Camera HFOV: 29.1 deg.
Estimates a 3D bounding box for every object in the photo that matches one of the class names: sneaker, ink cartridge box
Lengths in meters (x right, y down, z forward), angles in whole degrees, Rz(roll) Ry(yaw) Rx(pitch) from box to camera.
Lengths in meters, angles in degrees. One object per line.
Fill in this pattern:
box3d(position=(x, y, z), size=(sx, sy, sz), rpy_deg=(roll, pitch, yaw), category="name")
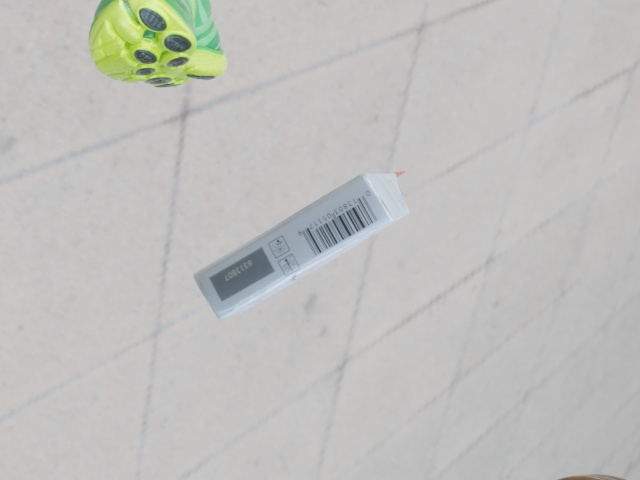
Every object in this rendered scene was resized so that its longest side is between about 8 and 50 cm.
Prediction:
box3d(position=(-0.174, -0.230, 1.272), size=(0.295, 0.109, 0.124), rpy_deg=(-9, 86, -84), category="sneaker")
box3d(position=(0.000, 0.000, 1.196), size=(0.189, 0.066, 0.232), rpy_deg=(-31, 172, 13), category="ink cartridge box")

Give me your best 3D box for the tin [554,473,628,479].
box3d(position=(0.181, 0.209, 0.677), size=(0.106, 0.189, 0.040), rpy_deg=(-57, 149, 10), category="tin")
